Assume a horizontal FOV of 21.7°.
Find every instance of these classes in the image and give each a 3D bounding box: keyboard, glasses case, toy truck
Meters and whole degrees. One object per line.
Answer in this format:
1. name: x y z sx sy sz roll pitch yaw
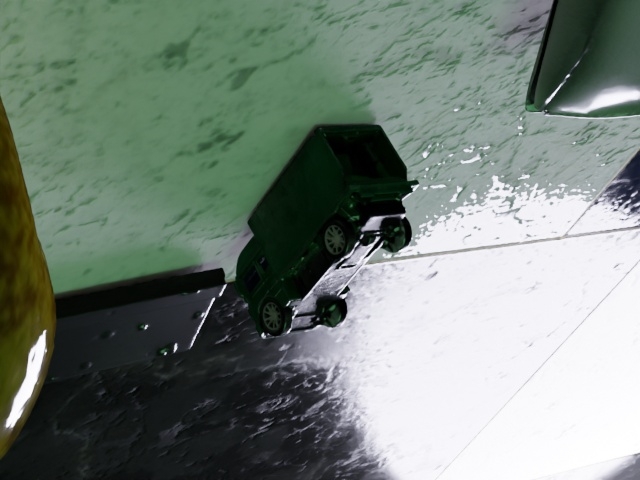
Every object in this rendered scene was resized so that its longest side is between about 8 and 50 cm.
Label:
1. keyboard: -0.206 0.073 1.099 0.310 0.018 0.101 -12 150 -33
2. glasses case: 0.197 -0.184 0.990 0.128 0.083 0.308 -16 151 -14
3. toy truck: 0.000 0.000 1.113 0.065 0.079 0.147 -6 144 -42

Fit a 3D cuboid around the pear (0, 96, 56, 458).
1. pear: -0.245 0.017 0.691 0.281 0.281 0.281 -24 153 -13
